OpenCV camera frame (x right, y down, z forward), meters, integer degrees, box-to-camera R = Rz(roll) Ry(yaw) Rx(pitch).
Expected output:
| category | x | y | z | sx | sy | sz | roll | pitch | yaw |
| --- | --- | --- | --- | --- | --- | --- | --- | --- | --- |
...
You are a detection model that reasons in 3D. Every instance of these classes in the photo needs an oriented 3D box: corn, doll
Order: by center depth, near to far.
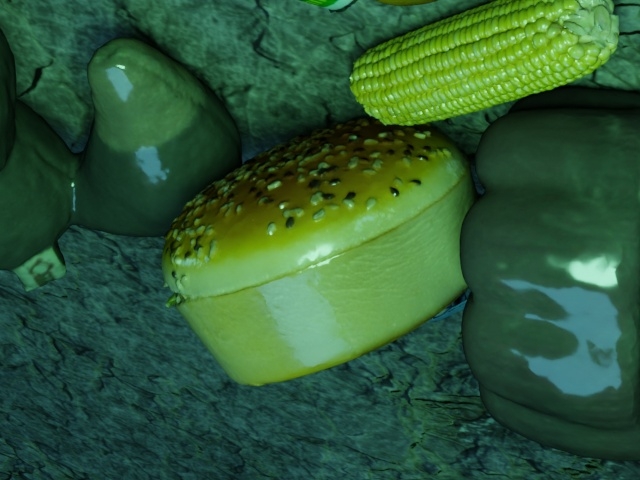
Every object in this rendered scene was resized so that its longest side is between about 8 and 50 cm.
| category | x | y | z | sx | sy | sz | roll | pitch | yaw |
| --- | --- | --- | --- | --- | --- | --- | --- | --- | --- |
| corn | 0.129 | -0.146 | 1.555 | 0.081 | 0.081 | 0.248 | 37 | 147 | -31 |
| doll | -0.289 | -0.132 | 1.744 | 0.378 | 0.252 | 0.382 | -20 | 148 | 2 |

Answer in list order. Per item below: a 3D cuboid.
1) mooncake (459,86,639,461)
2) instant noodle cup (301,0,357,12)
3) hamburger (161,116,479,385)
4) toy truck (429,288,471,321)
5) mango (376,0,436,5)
| category | x | y | z | sx | sy | sz | roll | pitch | yaw |
| --- | --- | --- | --- | --- | --- | --- | --- | --- | --- |
| mooncake | 0.214 | 0.025 | 1.611 | 0.154 | 0.306 | 0.306 | 6 | 150 | 18 |
| instant noodle cup | -0.064 | -0.263 | 1.354 | 0.232 | 0.207 | 0.207 | 22 | 152 | -20 |
| hamburger | 0.000 | 0.000 | 1.672 | 0.300 | 0.300 | 0.176 | -16 | 102 | 46 |
| toy truck | 0.124 | 0.043 | 1.922 | 0.074 | 0.063 | 0.136 | 11 | 157 | -32 |
| mango | 0.095 | -0.227 | 1.424 | 0.184 | 0.085 | 0.102 | -19 | 171 | 41 |
